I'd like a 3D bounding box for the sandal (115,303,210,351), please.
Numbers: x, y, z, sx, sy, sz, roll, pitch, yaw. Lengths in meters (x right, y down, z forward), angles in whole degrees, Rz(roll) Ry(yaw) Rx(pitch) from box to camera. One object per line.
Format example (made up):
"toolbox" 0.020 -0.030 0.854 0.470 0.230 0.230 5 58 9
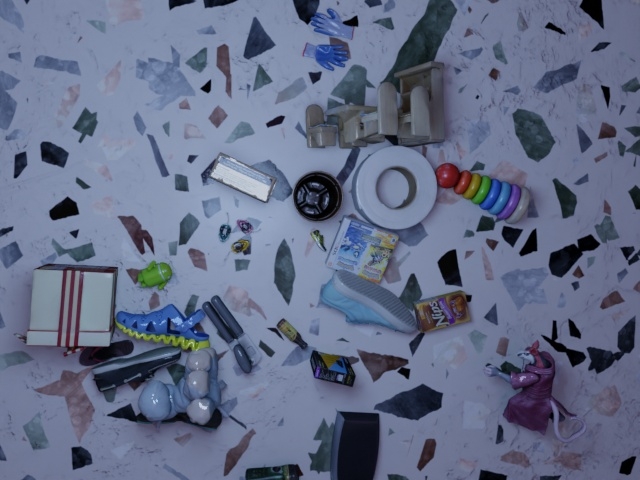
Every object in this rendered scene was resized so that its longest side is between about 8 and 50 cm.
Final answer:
"sandal" -0.510 0.271 1.699 0.317 0.126 0.138 15 90 -17

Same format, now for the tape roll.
"tape roll" 0.251 -0.179 1.773 0.286 0.100 0.286 0 93 -7

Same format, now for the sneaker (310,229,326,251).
"sneaker" 0.000 0.000 1.785 0.035 0.031 0.083 -35 96 -5

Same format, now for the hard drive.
"hard drive" 0.126 0.743 1.827 0.171 0.054 0.255 6 92 -7

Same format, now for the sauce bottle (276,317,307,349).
"sauce bottle" -0.097 0.326 1.785 0.128 0.042 0.042 44 87 -6

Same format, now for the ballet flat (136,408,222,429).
"ballet flat" -0.471 0.575 1.734 0.280 0.095 0.096 12 82 -18

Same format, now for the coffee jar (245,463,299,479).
"coffee jar" -0.166 0.828 1.775 0.184 0.096 0.079 -3 92 -6

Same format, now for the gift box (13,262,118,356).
"gift box" -0.778 0.209 1.596 0.276 0.255 0.258 3 91 -13

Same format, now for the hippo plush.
"hippo plush" -0.444 0.466 1.626 0.236 0.294 0.234 -7 75 1

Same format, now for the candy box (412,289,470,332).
"candy box" 0.434 0.254 1.841 0.186 0.053 0.109 -13 95 -5

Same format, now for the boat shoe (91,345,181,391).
"boat shoe" -0.599 0.425 1.700 0.302 0.114 0.091 -14 94 6

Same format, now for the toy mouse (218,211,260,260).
"toy mouse" -0.289 -0.032 1.748 0.161 0.031 0.143 -28 96 -5

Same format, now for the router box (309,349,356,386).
"router box" 0.038 0.431 1.738 0.133 0.179 0.046 15 93 -7

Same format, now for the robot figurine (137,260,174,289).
"robot figurine" -0.546 0.114 1.706 0.115 0.067 0.101 -21 123 -6

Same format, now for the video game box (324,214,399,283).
"video game box" 0.141 0.032 1.776 0.205 0.048 0.187 19 108 -7

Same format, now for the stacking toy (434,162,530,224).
"stacking toy" 0.553 -0.176 1.804 0.330 0.141 0.141 21 90 -1

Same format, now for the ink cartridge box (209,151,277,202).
"ink cartridge box" -0.242 -0.195 1.643 0.193 0.234 0.088 23 91 -8

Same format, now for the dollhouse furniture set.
"dollhouse furniture set" 0.204 -0.438 1.637 0.394 0.362 0.257 -6 95 -35

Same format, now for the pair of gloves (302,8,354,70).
"pair of gloves" 0.030 -0.689 1.759 0.159 0.023 0.198 15 92 -8

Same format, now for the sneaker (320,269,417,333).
"sneaker" 0.163 0.238 1.790 0.366 0.135 0.150 33 121 -13

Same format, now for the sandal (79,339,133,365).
"sandal" -0.718 0.373 1.712 0.179 0.040 0.067 -14 95 -6

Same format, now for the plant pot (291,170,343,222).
"plant pot" -0.019 -0.143 1.709 0.166 0.165 0.167 0 93 -8

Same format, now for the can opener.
"can opener" -0.298 0.314 1.741 0.074 0.093 0.280 -34 92 -3

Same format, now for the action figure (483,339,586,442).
"action figure" 0.746 0.514 1.775 0.248 0.275 0.370 -25 124 -22
